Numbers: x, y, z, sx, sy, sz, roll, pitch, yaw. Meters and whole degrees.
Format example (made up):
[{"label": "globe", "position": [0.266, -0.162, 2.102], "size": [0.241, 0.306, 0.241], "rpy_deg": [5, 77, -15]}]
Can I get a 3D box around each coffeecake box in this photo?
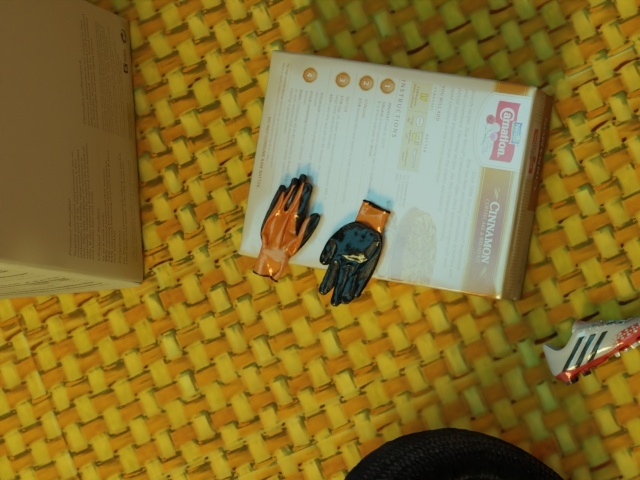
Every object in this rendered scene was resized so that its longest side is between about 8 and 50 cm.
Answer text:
[{"label": "coffeecake box", "position": [0.052, -0.044, 1.290], "size": [0.185, 0.068, 0.142], "rpy_deg": [10, 91, 18]}]

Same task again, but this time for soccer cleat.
[{"label": "soccer cleat", "position": [0.186, 0.063, 1.264], "size": [0.083, 0.029, 0.035], "rpy_deg": [-33, 82, 17]}]

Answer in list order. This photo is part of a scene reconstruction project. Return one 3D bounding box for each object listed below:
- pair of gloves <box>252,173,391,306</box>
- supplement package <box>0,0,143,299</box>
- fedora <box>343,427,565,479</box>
[{"label": "pair of gloves", "position": [0.000, 0.000, 1.264], "size": [0.083, 0.010, 0.074], "rpy_deg": [22, 94, 14]}, {"label": "supplement package", "position": [-0.263, -0.065, 1.288], "size": [0.198, 0.263, 0.199], "rpy_deg": [-6, 84, 17]}, {"label": "fedora", "position": [0.074, 0.293, 1.192], "size": [0.152, 0.334, 0.334], "rpy_deg": [-28, 77, 45]}]
